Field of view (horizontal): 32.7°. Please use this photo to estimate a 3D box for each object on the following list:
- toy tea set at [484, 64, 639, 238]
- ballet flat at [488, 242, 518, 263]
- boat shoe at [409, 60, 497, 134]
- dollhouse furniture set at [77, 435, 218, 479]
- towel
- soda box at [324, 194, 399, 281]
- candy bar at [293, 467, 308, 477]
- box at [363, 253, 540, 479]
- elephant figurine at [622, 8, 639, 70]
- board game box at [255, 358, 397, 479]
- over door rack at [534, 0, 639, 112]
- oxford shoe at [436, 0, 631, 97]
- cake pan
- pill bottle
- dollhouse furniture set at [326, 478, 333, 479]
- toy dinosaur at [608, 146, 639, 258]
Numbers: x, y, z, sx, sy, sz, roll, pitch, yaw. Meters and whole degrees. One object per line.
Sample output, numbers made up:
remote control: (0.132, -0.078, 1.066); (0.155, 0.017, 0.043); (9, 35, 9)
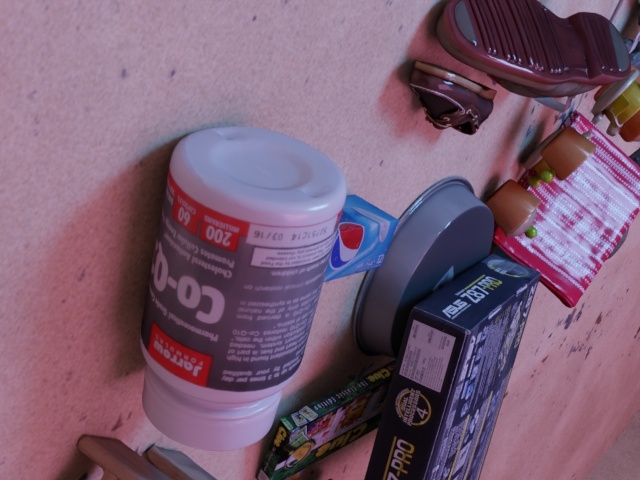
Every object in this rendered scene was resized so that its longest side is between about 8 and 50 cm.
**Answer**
toy tea set: (0.401, -0.121, 1.636); (0.336, 0.124, 0.200); (-45, 180, 31)
ballet flat: (0.285, 0.065, 1.783); (0.206, 0.073, 0.067); (-54, 151, -7)
boat shoe: (0.160, -0.167, 1.324); (0.207, 0.073, 0.073); (6, 110, -61)
dollhouse furniture set: (-0.164, 0.449, 1.199); (0.362, 0.256, 0.394); (-59, 154, -1)
towel: (0.411, -0.051, 1.772); (0.275, 0.199, 0.031); (-52, -169, -14)
soda box: (0.000, 0.000, 1.224); (0.210, 0.071, 0.067); (-13, 129, -55)
candy bar: (0.010, 0.289, 1.599); (0.161, 0.018, 0.040); (-38, 143, -34)
box: (0.182, 0.243, 1.563); (0.318, 0.097, 0.395); (-23, 130, -57)
elephant figurine: (0.578, -0.381, 1.758); (0.186, 0.169, 0.239); (-71, 169, -79)
board game box: (0.031, 0.246, 1.517); (0.259, 0.030, 0.136); (-22, 148, -38)
over door rack: (0.471, -0.323, 1.546); (0.239, 0.108, 0.324); (-39, 169, -37)
oxford shoe: (0.250, -0.226, 1.373); (0.348, 0.123, 0.130); (4, 159, -43)
cake pan: (0.156, 0.050, 1.566); (0.293, 0.054, 0.293); (-40, 147, -32)
pill bottle: (-0.083, 0.050, 1.033); (0.161, 0.161, 0.283); (-24, 137, -49)
dollhouse furniture set: (-0.016, 0.488, 1.713); (0.197, 0.151, 0.301); (-36, 169, -1)
toy dinosaur: (0.481, -0.041, 1.912); (0.121, 0.160, 0.314); (-5, 121, -58)
